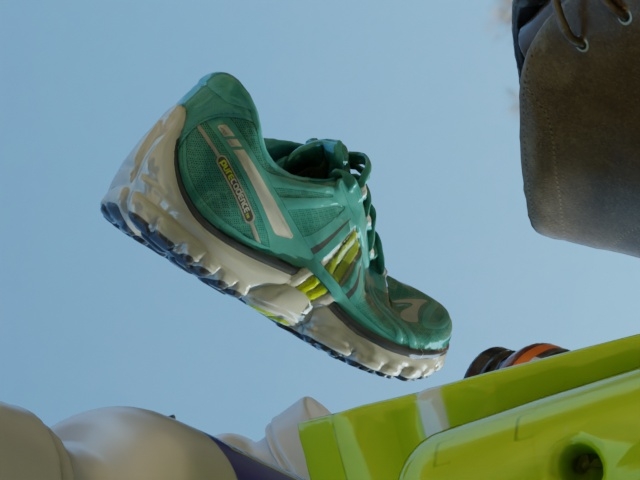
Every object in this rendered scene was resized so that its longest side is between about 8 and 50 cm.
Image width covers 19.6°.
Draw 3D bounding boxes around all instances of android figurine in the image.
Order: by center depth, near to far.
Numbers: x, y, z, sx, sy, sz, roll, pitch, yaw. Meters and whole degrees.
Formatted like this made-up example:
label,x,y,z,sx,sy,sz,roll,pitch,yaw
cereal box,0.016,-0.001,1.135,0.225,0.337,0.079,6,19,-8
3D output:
label,x,y,z,sx,sy,sz,roll,pitch,yaw
android figurine,0.107,0.054,0.575,0.248,0.273,0.056,-4,-103,-61

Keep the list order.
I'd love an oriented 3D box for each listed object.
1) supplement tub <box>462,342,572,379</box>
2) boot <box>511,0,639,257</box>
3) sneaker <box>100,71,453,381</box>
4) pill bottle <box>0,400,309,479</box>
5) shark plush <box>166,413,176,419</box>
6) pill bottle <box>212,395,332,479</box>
label,x,y,z,sx,sy,sz,roll,pitch,yaw
supplement tub,0.202,0.144,1.473,0.106,0.106,0.198,-11,-159,-40
boot,0.121,-0.089,0.634,0.115,0.305,0.112,3,-128,8
sneaker,0.000,0.000,1.047,0.107,0.110,0.275,30,177,42
pill bottle,-0.047,0.151,0.677,0.272,0.152,0.152,29,-140,-36
shark plush,-0.062,0.180,1.048,0.161,0.073,0.067,52,179,6
pill bottle,-0.068,0.199,1.168,0.124,0.221,0.124,50,-173,-9
